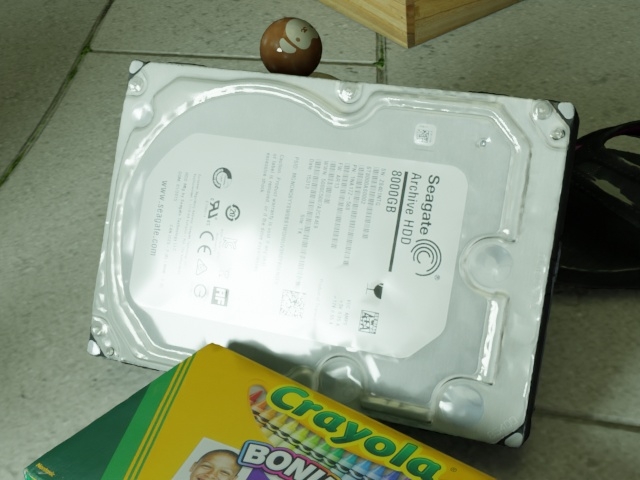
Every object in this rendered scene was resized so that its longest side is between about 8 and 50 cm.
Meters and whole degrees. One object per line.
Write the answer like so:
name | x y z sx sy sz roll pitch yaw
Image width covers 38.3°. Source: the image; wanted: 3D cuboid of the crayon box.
crayon box | -0.016 0.176 0.541 0.279 0.081 0.165 20 34 31

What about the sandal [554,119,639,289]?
sandal | 0.320 -0.037 0.749 0.446 0.107 0.167 7 41 14

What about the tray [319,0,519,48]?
tray | 0.071 -0.398 1.275 0.203 0.076 0.411 -26 41 -23

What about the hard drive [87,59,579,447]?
hard drive | 0.000 0.000 0.675 0.339 0.236 0.064 10 1 18

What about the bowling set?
bowling set | 0.002 -0.076 0.793 0.154 0.199 0.287 30 55 34
